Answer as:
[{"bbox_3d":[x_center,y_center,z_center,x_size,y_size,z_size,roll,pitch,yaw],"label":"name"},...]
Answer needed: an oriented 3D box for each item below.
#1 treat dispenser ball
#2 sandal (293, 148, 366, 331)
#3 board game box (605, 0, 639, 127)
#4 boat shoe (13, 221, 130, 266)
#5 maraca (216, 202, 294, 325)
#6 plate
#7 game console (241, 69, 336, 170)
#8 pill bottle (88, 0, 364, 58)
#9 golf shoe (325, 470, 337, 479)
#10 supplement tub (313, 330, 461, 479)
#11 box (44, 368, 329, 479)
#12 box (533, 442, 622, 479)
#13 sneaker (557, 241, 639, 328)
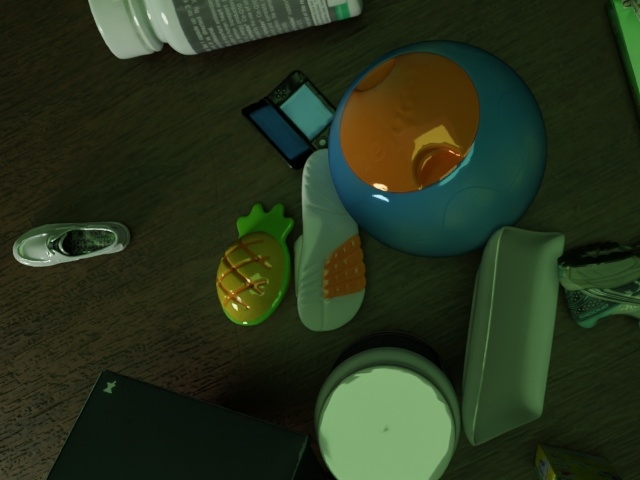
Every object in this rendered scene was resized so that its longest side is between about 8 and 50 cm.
[{"bbox_3d":[0.154,-0.120,1.187,0.288,0.288,0.288,0,91,5],"label":"treat dispenser ball"},{"bbox_3d":[0.010,-0.001,1.311,0.102,0.076,0.265,0,92,-14],"label":"sandal"},{"bbox_3d":[0.556,-0.221,1.266,0.214,0.046,0.317,-16,90,7],"label":"board game box"},{"bbox_3d":[-0.385,0.006,1.353,0.184,0.063,0.066,-2,91,5],"label":"boat shoe"},{"bbox_3d":[-0.094,0.034,1.309,0.127,0.099,0.185,4,76,33],"label":"maraca"},{"bbox_3d":[0.258,0.120,1.208,0.045,0.278,0.277,9,93,31],"label":"plate"},{"bbox_3d":[-0.035,-0.179,1.311,0.107,0.071,0.122,-42,88,5],"label":"game console"},{"bbox_3d":[-0.132,-0.378,1.249,0.361,0.204,0.204,-12,90,5],"label":"pill bottle"},{"bbox_3d":[0.079,0.403,1.313,0.198,0.077,0.093,17,93,6],"label":"golf shoe"},{"bbox_3d":[0.092,0.231,1.208,0.191,0.272,0.191,0,91,6],"label":"supplement tub"},{"bbox_3d":[-0.155,0.339,1.175,0.296,0.294,0.182,14,61,19],"label":"box"},{"bbox_3d":[0.361,0.333,1.232,0.105,0.179,0.043,12,92,6],"label":"box"},{"bbox_3d":[0.484,0.056,1.267,0.283,0.110,0.122,-8,108,8],"label":"sneaker"}]
